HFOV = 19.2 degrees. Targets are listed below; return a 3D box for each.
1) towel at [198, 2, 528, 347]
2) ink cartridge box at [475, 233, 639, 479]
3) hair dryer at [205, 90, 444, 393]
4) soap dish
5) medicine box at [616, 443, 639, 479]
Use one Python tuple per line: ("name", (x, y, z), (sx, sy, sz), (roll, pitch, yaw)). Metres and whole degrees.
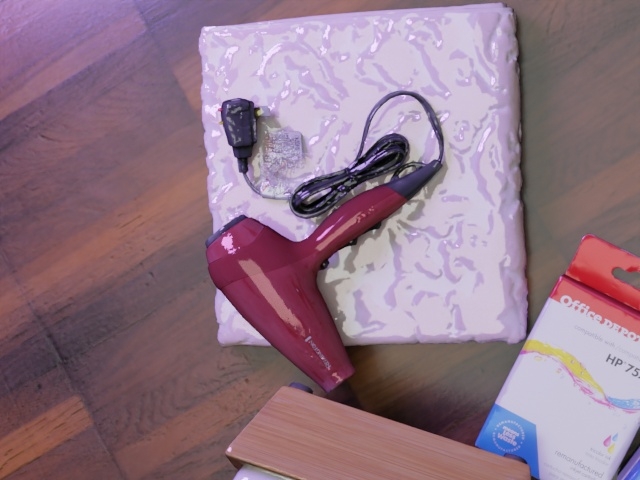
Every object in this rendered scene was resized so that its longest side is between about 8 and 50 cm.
("towel", (0.043, -0.059, 1.873), (0.317, 0.053, 0.332), (-2, 90, 11))
("ink cartridge box", (0.260, 0.122, 1.824), (0.134, 0.078, 0.231), (26, 95, 9))
("hair dryer", (0.000, 0.000, 1.815), (0.223, 0.080, 0.294), (2, 91, 10))
("soap dish", (0.066, 0.238, 1.795), (0.291, 0.229, 0.118), (17, 77, 9))
("medicine box", (0.467, 0.211, 1.753), (0.289, 0.149, 0.263), (38, 97, 8))
